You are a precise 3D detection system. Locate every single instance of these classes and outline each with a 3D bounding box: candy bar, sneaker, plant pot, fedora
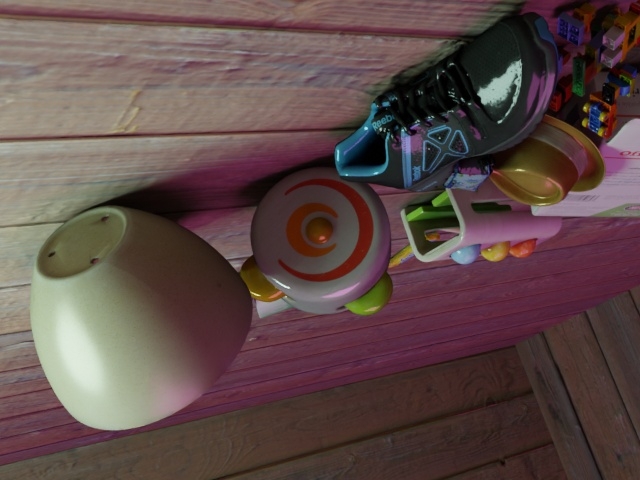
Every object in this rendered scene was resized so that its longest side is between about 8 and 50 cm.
[{"bbox_3d":[0.183,0.020,1.963,0.040,0.018,0.161,-8,162,-34],"label":"candy bar"},{"bbox_3d":[0.144,-0.147,1.165,0.140,0.125,0.341,-3,156,-32],"label":"sneaker"},{"bbox_3d":[-0.253,0.068,1.240,0.284,0.284,0.191,-21,129,8],"label":"plant pot"},{"bbox_3d":[0.299,-0.105,1.383,0.079,0.194,0.194,-60,180,-23],"label":"fedora"}]

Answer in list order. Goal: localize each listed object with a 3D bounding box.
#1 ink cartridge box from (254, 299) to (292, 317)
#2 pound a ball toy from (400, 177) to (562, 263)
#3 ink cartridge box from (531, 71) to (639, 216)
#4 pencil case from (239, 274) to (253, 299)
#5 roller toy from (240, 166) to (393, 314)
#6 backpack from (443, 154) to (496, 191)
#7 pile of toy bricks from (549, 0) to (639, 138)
[{"bbox_3d":[-0.040,0.071,1.815,0.181,0.056,0.224,-18,166,-5],"label":"ink cartridge box"},{"bbox_3d":[0.284,-0.012,1.757,0.319,0.135,0.208,-4,158,-42],"label":"pound a ball toy"},{"bbox_3d":[0.463,-0.149,1.455,0.207,0.119,0.353,1,161,-10],"label":"ink cartridge box"},{"bbox_3d":[-0.162,0.111,1.779,0.070,0.064,0.151,-15,164,-18],"label":"pencil case"},{"bbox_3d":[0.000,0.000,1.365,0.210,0.191,0.146,4,167,6],"label":"roller toy"},{"bbox_3d":[0.190,-0.123,1.342,0.084,0.104,0.114,4,164,0],"label":"backpack"},{"bbox_3d":[0.347,-0.231,1.199,0.105,0.118,0.212,-44,152,-15],"label":"pile of toy bricks"}]
